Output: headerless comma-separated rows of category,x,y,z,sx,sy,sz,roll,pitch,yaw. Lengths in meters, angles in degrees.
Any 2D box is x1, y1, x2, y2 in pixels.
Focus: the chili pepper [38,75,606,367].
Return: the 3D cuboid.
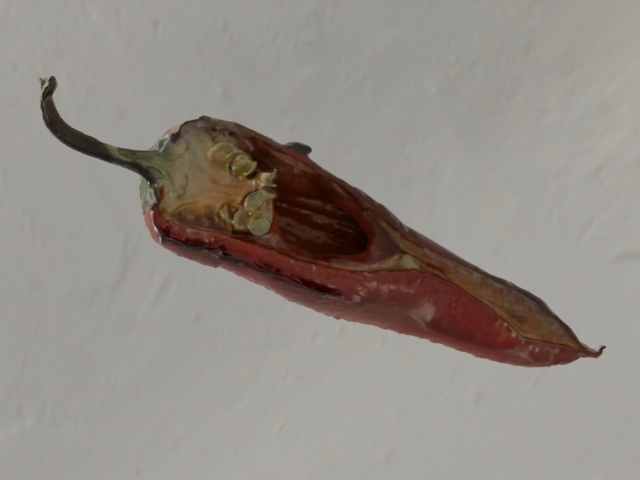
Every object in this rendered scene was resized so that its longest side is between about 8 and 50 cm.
chili pepper,0.000,0.000,0.809,0.268,0.050,0.059,23,-109,-23
